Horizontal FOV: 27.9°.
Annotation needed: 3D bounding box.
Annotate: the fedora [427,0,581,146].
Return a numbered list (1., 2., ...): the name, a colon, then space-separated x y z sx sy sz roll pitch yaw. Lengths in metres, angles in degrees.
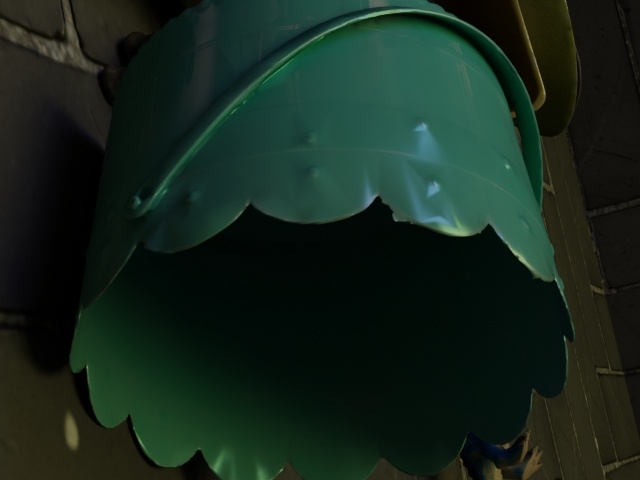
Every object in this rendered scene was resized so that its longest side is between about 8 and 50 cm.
1. fedora: 0.152 -0.177 1.400 0.124 0.244 0.275 -59 149 -24

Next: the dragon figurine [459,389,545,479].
1. dragon figurine: 0.138 0.168 1.230 0.085 0.144 0.289 39 60 -62

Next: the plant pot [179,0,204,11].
1. plant pot: -0.032 -0.272 0.889 0.254 0.254 0.239 -77 162 -54

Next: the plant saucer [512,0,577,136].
1. plant saucer: 0.160 -0.204 1.170 0.241 0.037 0.241 162 -90 -81

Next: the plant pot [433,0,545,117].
1. plant pot: 0.053 -0.189 1.116 0.187 0.212 0.212 -78 151 -81

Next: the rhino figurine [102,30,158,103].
1. rhino figurine: -0.042 -0.091 0.890 0.243 0.106 0.073 33 51 -62

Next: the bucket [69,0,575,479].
1. bucket: 0.000 0.000 0.726 0.281 0.281 0.183 52 27 -49
